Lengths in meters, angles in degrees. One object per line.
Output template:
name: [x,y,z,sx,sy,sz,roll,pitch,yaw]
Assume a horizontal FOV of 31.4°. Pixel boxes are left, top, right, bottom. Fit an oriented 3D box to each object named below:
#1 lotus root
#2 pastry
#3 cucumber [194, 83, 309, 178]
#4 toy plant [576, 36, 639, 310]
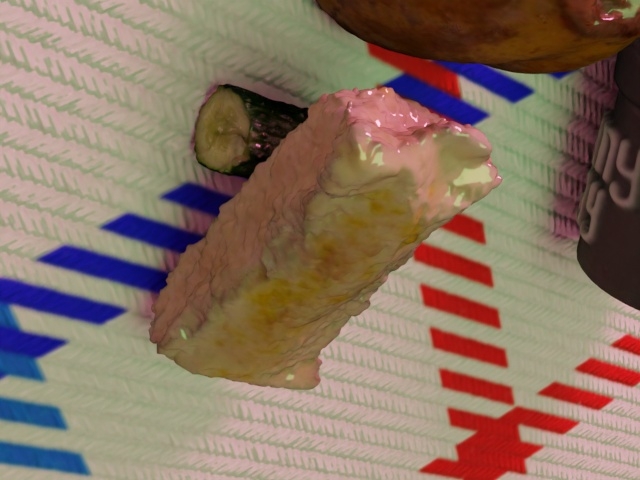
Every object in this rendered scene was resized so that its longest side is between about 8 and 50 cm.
lotus root: [0.107,-0.181,0.643,0.199,0.180,0.188,4,113,-35]
pastry: [-0.006,0.001,0.649,0.122,0.089,0.258,-1,144,-34]
cucumber: [0.013,-0.051,0.717,0.187,0.058,0.058,8,107,-36]
toy plant: [0.295,-0.139,0.778,0.280,0.185,0.400,-8,122,-35]
